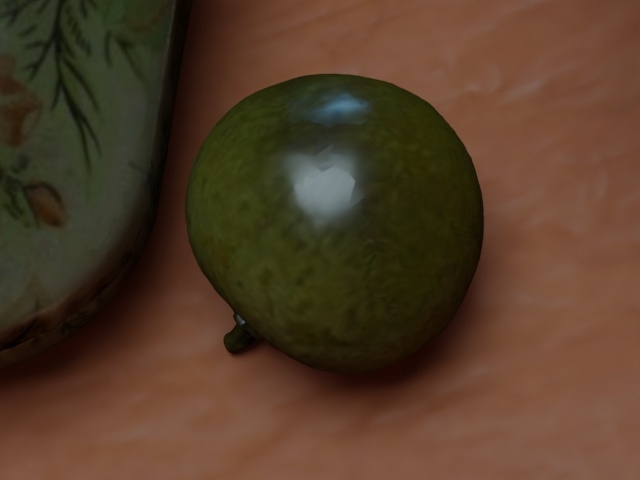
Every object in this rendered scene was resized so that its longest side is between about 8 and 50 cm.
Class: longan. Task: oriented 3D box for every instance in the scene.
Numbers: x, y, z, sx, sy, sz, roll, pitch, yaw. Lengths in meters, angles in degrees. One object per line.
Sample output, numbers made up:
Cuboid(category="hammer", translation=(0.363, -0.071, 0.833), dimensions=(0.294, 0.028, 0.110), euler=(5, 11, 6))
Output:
Cuboid(category="longan", translation=(0.000, 0.000, 0.452), dimensions=(0.075, 0.075, 0.083), euler=(50, 123, 29))

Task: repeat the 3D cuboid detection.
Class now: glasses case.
Cuboid(category="glasses case", translation=(-0.096, -0.172, 0.509), dimensions=(0.156, 0.098, 0.425), euler=(8, 75, -2))
